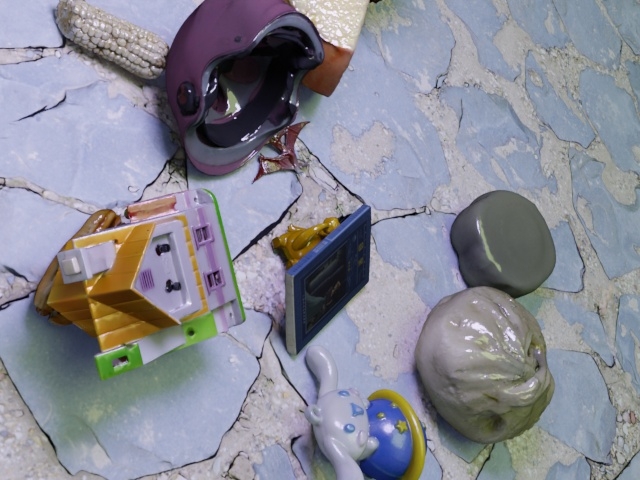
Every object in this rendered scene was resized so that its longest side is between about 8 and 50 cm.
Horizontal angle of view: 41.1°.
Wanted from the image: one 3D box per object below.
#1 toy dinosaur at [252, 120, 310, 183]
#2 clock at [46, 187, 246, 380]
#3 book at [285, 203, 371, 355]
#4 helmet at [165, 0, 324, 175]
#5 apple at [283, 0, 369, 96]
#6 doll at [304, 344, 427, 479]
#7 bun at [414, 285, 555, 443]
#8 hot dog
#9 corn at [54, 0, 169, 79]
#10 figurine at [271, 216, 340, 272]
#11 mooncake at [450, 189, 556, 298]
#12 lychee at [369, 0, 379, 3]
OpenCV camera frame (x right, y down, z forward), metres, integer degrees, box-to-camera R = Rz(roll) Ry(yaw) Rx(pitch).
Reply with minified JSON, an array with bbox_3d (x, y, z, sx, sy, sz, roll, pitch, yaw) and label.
[{"bbox_3d":[-0.072,-0.176,1.721,0.108,0.032,0.220,50,49,-18],"label":"toy dinosaur"},{"bbox_3d":[-0.272,0.061,1.281,0.309,0.166,0.235,-24,102,-65],"label":"clock"},{"bbox_3d":[0.019,0.071,1.621,0.269,0.025,0.191,-41,142,-43],"label":"book"},{"bbox_3d":[-0.164,-0.306,1.542,0.197,0.338,0.271,48,32,23],"label":"helmet"},{"bbox_3d":[-0.009,-0.451,1.723,0.252,0.309,0.314,-27,87,-20],"label":"apple"},{"bbox_3d":[0.065,0.337,1.572,0.242,0.159,0.311,-5,52,-30],"label":"doll"},{"bbox_3d":[0.369,0.253,1.806,0.362,0.234,0.326,40,45,-32],"label":"bun"},{"bbox_3d":[-0.369,0.034,1.342,0.092,0.062,0.236,57,40,-27],"label":"hot dog"},{"bbox_3d":[-0.363,-0.352,1.494,0.211,0.087,0.087,20,60,-33],"label":"corn"},{"bbox_3d":[0.003,-0.002,1.650,0.176,0.122,0.121,-10,60,-48],"label":"figurine"},{"bbox_3d":[0.428,0.013,2.026,0.275,0.135,0.275,15,64,-33],"label":"mooncake"},{"bbox_3d":[0.074,-0.708,1.814,0.424,0.424,0.500,40,22,-23],"label":"lychee"}]
